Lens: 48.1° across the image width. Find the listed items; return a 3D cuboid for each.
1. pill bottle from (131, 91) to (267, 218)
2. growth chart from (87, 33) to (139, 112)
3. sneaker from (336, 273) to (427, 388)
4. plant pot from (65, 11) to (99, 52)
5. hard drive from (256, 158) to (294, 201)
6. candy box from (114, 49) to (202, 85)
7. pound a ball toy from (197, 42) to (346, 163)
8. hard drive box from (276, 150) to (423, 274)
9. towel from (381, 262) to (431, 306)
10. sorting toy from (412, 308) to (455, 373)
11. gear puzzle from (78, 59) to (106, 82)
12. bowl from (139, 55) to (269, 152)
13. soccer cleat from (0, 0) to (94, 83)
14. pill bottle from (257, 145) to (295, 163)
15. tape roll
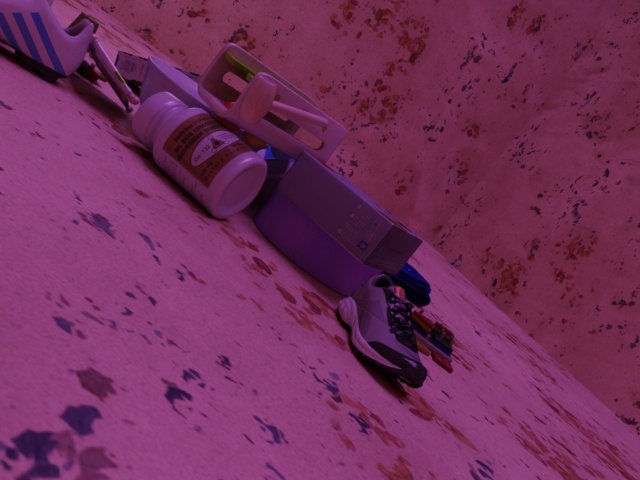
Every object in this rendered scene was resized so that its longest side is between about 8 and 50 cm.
[{"bbox_3d":[-0.215,-0.154,1.245,0.229,0.131,0.131,40,9,18],"label":"pill bottle"},{"bbox_3d":[-0.415,-0.329,1.410,0.172,0.021,0.237,59,-12,-12],"label":"growth chart"},{"bbox_3d":[0.104,0.132,1.123,0.100,0.108,0.271,36,10,-24],"label":"sneaker"},{"bbox_3d":[-0.613,-0.542,1.847,0.083,0.079,0.083,36,9,-7],"label":"plant pot"},{"bbox_3d":[-0.055,-0.105,1.637,0.203,0.040,0.307,2,-18,39],"label":"hard drive"},{"bbox_3d":[-0.393,-0.412,1.851,0.233,0.071,0.159,18,6,10],"label":"candy box"},{"bbox_3d":[-0.085,-0.216,1.302,0.319,0.136,0.208,23,20,-52],"label":"pound a ball toy"},{"bbox_3d":[0.057,-0.048,1.342,0.232,0.089,0.181,41,9,25],"label":"hard drive box"},{"bbox_3d":[0.167,0.043,1.953,0.227,0.076,0.308,33,9,-32],"label":"towel"},{"bbox_3d":[0.230,0.192,1.521,0.132,0.046,0.274,37,9,0],"label":"sorting toy"},{"bbox_3d":[-0.559,-0.395,1.444,0.175,0.044,0.339,40,6,24],"label":"gear puzzle"},{"bbox_3d":[-0.261,-0.234,1.471,0.298,0.134,0.298,37,8,-6],"label":"bowl"},{"bbox_3d":[-0.535,-0.399,1.195,0.331,0.143,0.116,28,12,-46],"label":"soccer cleat"},{"bbox_3d":[-0.144,-0.189,1.711,0.221,0.124,0.124,19,18,-38],"label":"pill bottle"},{"bbox_3d":[0.000,0.000,1.453,0.275,0.090,0.275,37,9,-7],"label":"tape roll"}]
